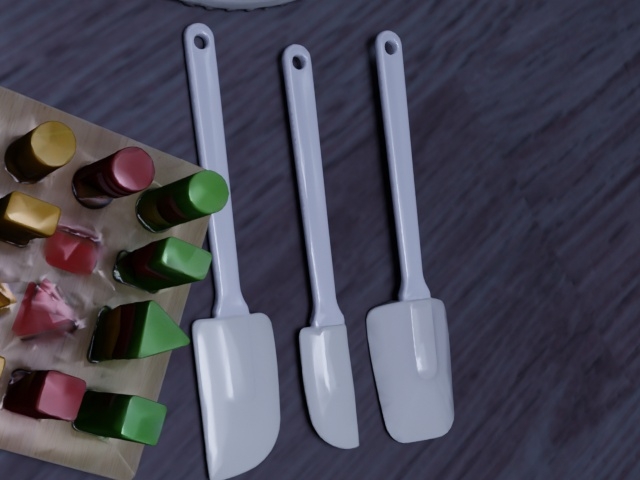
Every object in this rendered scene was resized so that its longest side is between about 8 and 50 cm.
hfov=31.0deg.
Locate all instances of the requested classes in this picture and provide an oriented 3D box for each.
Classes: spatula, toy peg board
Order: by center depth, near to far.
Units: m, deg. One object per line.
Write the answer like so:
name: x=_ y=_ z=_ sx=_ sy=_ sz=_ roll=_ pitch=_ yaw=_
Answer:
toy peg board: x=-0.125 y=0.012 z=0.517 sx=0.161 sy=0.079 sz=0.161 roll=22 pitch=73 yaw=-26
spatula: x=0.000 y=0.000 z=0.645 sx=0.168 sy=0.019 sz=0.242 roll=-5 pitch=87 yaw=-28

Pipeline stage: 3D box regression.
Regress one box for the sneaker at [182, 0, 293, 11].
sneaker: x=-0.064 y=-0.180 z=0.541 sx=0.293 sy=0.146 sz=0.102 roll=-2 pitch=86 yaw=-33
